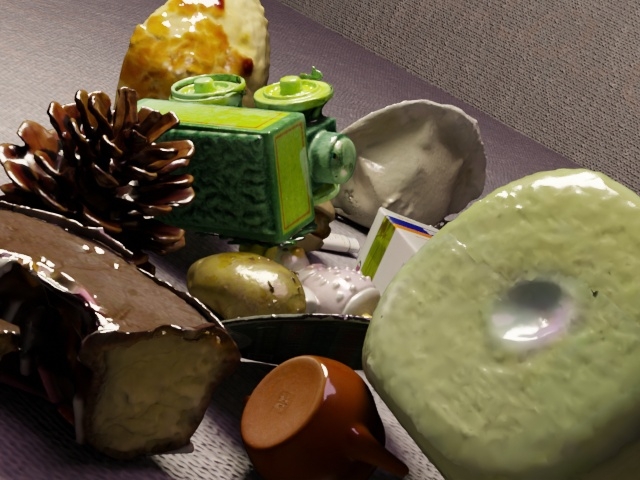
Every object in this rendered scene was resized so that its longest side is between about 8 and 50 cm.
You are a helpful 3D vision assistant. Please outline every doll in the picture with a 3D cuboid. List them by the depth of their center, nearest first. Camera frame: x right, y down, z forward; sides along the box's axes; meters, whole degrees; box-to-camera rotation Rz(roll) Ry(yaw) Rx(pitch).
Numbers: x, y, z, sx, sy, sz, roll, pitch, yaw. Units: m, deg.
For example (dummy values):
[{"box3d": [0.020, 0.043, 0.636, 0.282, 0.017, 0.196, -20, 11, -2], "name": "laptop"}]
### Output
[{"box3d": [-0.005, 0.053, 1.372, 0.207, 0.081, 0.129, 29, 19, 23], "name": "doll"}]

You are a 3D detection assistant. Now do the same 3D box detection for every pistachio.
[{"box3d": [-0.052, -0.040, 1.582, 0.149, 0.113, 0.113, 34, 10, -25], "name": "pistachio"}]

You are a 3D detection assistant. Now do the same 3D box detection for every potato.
[{"box3d": [-0.074, 0.050, 1.293, 0.138, 0.070, 0.092, 30, 34, 30], "name": "potato"}]

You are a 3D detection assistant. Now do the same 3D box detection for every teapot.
[{"box3d": [0.000, 0.155, 1.022, 0.116, 0.116, 0.173, 12, -3, -37], "name": "teapot"}]

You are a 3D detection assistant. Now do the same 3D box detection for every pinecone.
[{"box3d": [-0.213, -0.056, 1.235, 0.208, 0.207, 0.207, 22, 16, -6], "name": "pinecone"}]

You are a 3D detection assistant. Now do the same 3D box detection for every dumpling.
[{"box3d": [0.111, -0.113, 1.865, 0.293, 0.204, 0.163, 4, 12, -29], "name": "dumpling"}]

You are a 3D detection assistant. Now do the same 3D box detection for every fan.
[{"box3d": [-0.042, 0.094, 1.163, 0.294, 0.012, 0.223, -3, -17, 24], "name": "fan"}]

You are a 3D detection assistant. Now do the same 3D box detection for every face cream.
[{"box3d": [0.000, 0.000, 1.666, 0.115, 0.020, 0.038, 8, 31, -34], "name": "face cream"}]

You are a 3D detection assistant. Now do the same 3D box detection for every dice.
[{"box3d": [0.200, 0.117, 1.005, 0.254, 0.252, 0.249, 50, 0, 44], "name": "dice"}]

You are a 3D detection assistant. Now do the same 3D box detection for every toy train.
[{"box3d": [-0.099, -0.094, 1.415, 0.272, 0.159, 0.188, 9, 27, 30], "name": "toy train"}]

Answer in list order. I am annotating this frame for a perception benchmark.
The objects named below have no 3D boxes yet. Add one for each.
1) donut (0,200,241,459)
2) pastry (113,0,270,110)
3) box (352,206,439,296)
[{"box3d": [-0.249, 0.063, 0.894, 0.259, 0.136, 0.345, 30, 16, 28], "name": "donut"}, {"box3d": [-0.156, -0.217, 1.734, 0.170, 0.256, 0.237, 34, 29, 8], "name": "pastry"}, {"box3d": [0.170, 0.076, 1.477, 0.200, 0.106, 0.299, 19, 14, -16], "name": "box"}]
